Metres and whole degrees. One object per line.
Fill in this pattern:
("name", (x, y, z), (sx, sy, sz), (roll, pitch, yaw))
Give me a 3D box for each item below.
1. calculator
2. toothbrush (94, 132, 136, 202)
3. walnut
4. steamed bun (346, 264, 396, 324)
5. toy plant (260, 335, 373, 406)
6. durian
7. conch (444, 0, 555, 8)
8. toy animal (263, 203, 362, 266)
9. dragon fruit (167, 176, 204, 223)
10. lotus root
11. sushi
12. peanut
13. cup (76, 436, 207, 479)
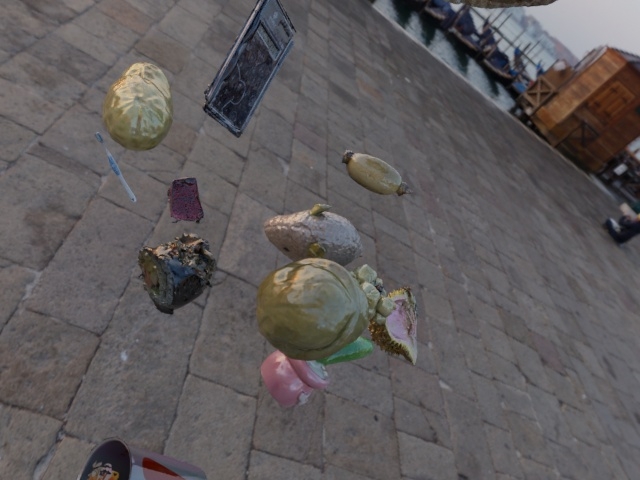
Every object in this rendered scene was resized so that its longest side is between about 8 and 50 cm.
("calculator", (-0.141, -0.358, 0.924), (0.028, 0.274, 0.166), (29, 0, 19))
("toothbrush", (-0.435, -0.155, 0.947), (0.017, 0.014, 0.162), (-91, 156, -76))
("walnut", (-0.023, 0.180, 1.176), (0.282, 0.277, 0.253), (58, 39, -44))
("steamed bun", (0.153, 0.159, 1.420), (0.192, 0.106, 0.177), (39, 13, -34))
("toy plant", (-0.015, 0.415, 1.552), (0.210, 0.356, 0.317), (50, 1, 37))
("durian", (0.271, 0.347, 1.797), (0.186, 0.196, 0.304), (-17, 100, -37))
("conch", (0.287, -0.486, 0.590), (0.297, 0.352, 0.210), (41, 70, -17))
("toy animal", (0.006, 0.001, 1.435), (0.359, 0.227, 0.188), (12, 75, -31))
("dragon fruit", (-0.426, -0.119, 1.377), (0.102, 0.096, 0.147), (-2, 86, -34))
("lotus root", (0.107, -0.125, 0.854), (0.150, 0.062, 0.073), (28, 10, -6))
("sushi", (-0.441, 0.091, 1.416), (0.239, 0.225, 0.219), (37, 42, 17))
("peanut", (-0.389, -0.297, 0.973), (0.147, 0.147, 0.305), (26, 23, -24))
("cup", (-0.430, 0.622, 1.114), (0.288, 0.203, 0.203), (44, 25, -46))
